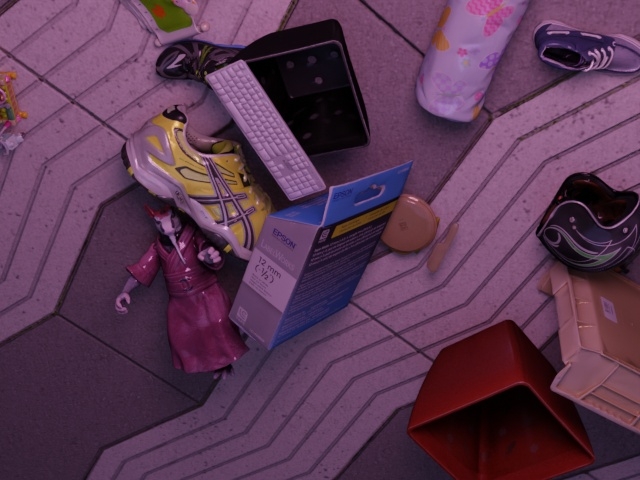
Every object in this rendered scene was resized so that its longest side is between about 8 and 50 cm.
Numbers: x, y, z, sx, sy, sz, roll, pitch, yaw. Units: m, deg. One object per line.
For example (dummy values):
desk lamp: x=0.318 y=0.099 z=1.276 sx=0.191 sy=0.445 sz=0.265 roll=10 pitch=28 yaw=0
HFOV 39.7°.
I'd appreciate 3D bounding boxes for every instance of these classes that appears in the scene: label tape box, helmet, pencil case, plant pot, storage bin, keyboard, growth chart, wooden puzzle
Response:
label tape box: x=0.000 y=0.000 z=1.566 sx=0.115 sy=0.249 sz=0.348 roll=36 pitch=124 yaw=23
helmet: x=0.476 y=-0.024 z=1.539 sx=0.161 sy=0.169 sz=0.169 roll=29 pitch=128 yaw=6
pencil case: x=0.243 y=-0.316 z=1.377 sx=0.124 sy=0.114 sz=0.273 roll=10 pitch=130 yaw=-12
plant pot: x=-0.023 y=-0.257 z=1.431 sx=0.188 sy=0.167 sz=0.188 roll=-9 pitch=126 yaw=17
storage bin: x=0.532 y=0.187 z=1.622 sx=0.260 sy=0.262 sz=0.123 roll=27 pitch=128 yaw=-14
plant pot: x=0.357 y=0.323 z=1.782 sx=0.267 sy=0.236 sz=0.267 roll=-30 pitch=118 yaw=27
keyboard: x=-0.083 y=-0.168 z=1.395 sx=0.072 sy=0.014 sz=0.256 roll=-21 pitch=121 yaw=23
growth chart: x=-0.292 y=-0.403 z=1.411 sx=0.237 sy=0.021 sz=0.172 roll=43 pitch=151 yaw=-23
wooden puzzle: x=0.544 y=0.046 z=1.681 sx=0.049 sy=0.006 sz=0.083 roll=-35 pitch=116 yaw=30

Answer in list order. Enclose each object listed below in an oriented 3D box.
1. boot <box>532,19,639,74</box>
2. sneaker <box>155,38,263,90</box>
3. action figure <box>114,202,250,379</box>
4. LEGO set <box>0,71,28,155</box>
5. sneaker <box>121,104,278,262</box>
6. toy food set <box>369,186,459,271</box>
boot: x=0.426 y=-0.286 z=1.387 sx=0.189 sy=0.086 sz=0.069 roll=12 pitch=129 yaw=-1
sneaker: x=-0.191 y=-0.293 z=1.484 sx=0.188 sy=0.078 sz=0.067 roll=5 pitch=129 yaw=11
action figure: x=-0.239 y=0.077 z=1.736 sx=0.248 sy=0.276 sz=0.370 roll=-9 pitch=104 yaw=22
LEGO set: x=-0.620 y=-0.269 z=1.554 sx=0.132 sy=0.107 sz=0.287 roll=-16 pitch=124 yaw=20
sneaker: x=-0.169 y=-0.090 z=1.605 sx=0.384 sy=0.145 sz=0.147 roll=35 pitch=113 yaw=-26
toy food set: x=0.158 y=-0.032 z=1.667 sx=0.192 sy=0.038 sz=0.132 roll=27 pitch=123 yaw=2
